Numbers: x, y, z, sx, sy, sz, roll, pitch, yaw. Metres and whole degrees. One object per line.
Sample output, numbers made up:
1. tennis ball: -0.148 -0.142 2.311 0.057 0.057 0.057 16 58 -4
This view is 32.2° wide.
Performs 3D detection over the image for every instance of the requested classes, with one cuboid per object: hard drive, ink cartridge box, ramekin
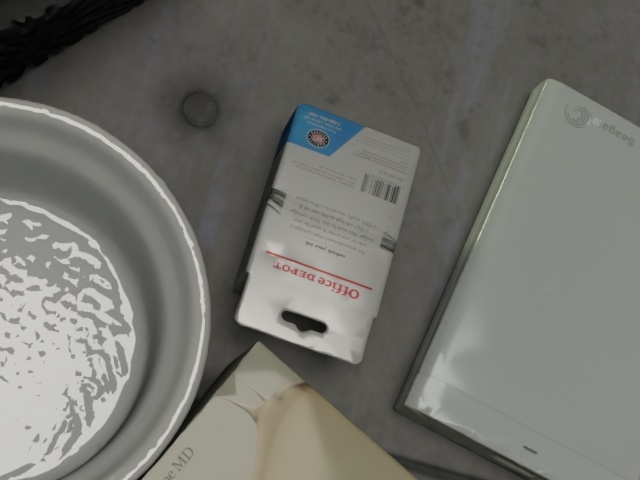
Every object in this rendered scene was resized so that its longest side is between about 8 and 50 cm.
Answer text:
1. hard drive: 0.210 0.044 0.901 0.203 0.040 0.307 28 71 -7
2. ink cartridge box: 0.000 0.000 0.842 0.104 0.060 0.180 20 71 -10
3. ramekin: -0.219 0.057 0.728 0.277 0.135 0.277 4 75 -14

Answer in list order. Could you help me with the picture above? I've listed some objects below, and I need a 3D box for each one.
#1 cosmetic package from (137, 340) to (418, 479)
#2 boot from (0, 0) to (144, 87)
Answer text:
1. cosmetic package: 0.014 0.232 0.758 0.309 0.113 0.160 41 69 -3
2. boot: -0.343 -0.310 0.774 0.367 0.146 0.445 -38 93 -35
